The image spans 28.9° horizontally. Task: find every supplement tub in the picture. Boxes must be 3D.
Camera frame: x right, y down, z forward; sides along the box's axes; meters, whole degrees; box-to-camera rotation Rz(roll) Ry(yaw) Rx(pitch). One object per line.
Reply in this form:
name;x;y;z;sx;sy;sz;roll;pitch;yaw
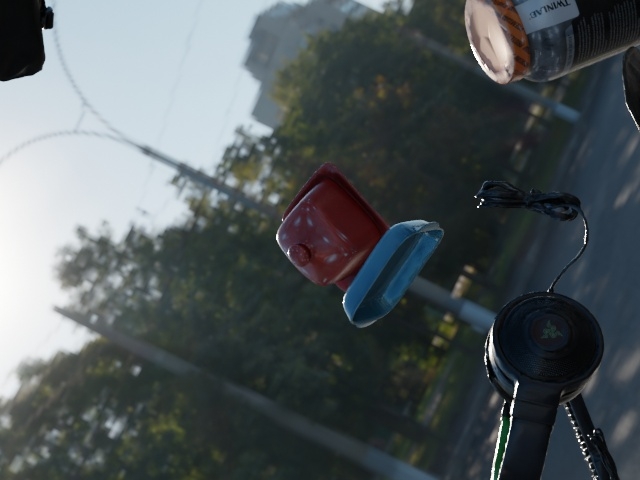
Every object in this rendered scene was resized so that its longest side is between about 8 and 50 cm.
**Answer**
supplement tub;0.399;-0.367;1.940;0.316;0.193;0.193;-23;-19;-14

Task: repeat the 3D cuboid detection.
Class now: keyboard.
keyboard;0.463;0.359;2.108;0.033;0.317;0.201;-24;10;-1

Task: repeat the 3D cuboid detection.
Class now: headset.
headset;0.242;0.129;1.517;0.243;0.185;0.394;60;-136;-80

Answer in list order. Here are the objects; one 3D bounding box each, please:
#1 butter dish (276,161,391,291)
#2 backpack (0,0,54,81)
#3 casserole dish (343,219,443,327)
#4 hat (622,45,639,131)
butter dish;0.000;0.000;1.773;0.118;0.160;0.160;-33;-11;-44
backpack;-0.584;-0.415;1.862;0.273;0.355;0.290;-17;-51;-24
casserole dish;0.093;0.039;1.679;0.114;0.037;0.188;-9;-42;-54
hat;0.533;-0.167;1.613;0.134;0.331;0.331;-44;7;33
